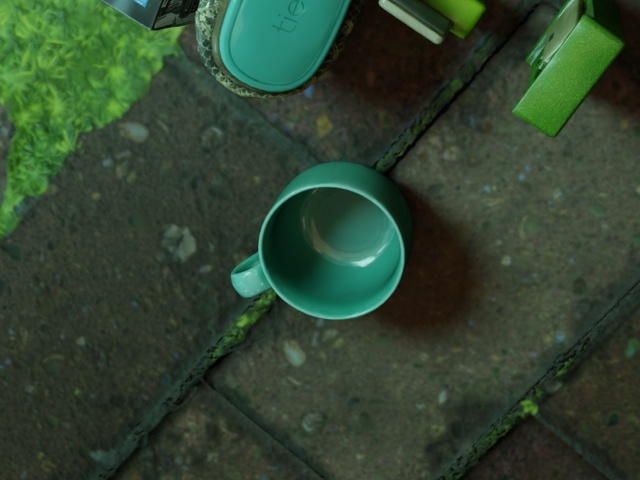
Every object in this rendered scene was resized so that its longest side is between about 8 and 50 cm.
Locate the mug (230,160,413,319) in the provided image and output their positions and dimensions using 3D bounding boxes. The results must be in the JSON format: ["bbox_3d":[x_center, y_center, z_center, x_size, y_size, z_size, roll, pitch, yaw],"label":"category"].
[{"bbox_3d":[0.005,-0.007,1.509,0.158,0.097,0.129,9,112,8],"label":"mug"}]

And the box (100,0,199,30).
[{"bbox_3d":[-0.162,-0.365,1.384,0.242,0.076,0.307,32,114,17],"label":"box"}]

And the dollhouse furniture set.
[{"bbox_3d":[0.197,-0.272,1.343,0.197,0.151,0.301,34,112,-3],"label":"dollhouse furniture set"}]

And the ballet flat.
[{"bbox_3d":[0.029,-0.341,1.337,0.164,0.182,0.483,21,115,-21],"label":"ballet flat"}]
